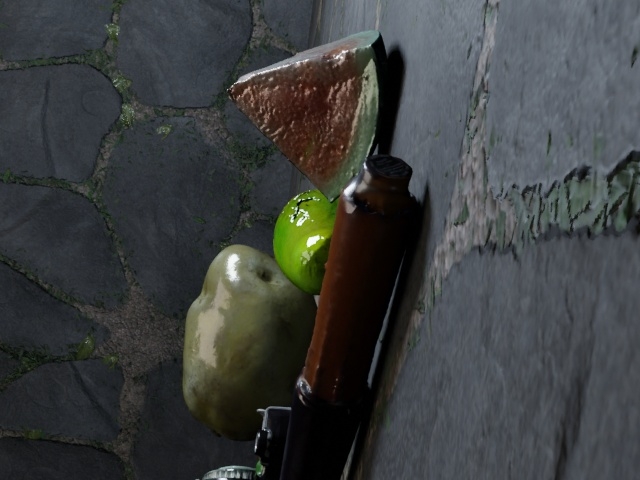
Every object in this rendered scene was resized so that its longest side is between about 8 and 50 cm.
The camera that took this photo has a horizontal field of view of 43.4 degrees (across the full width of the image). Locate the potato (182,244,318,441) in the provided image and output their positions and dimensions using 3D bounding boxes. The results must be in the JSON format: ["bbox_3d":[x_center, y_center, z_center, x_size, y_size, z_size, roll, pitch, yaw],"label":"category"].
[{"bbox_3d":[-0.117,0.175,1.368,0.243,0.221,0.326,-7,73,45],"label":"potato"}]

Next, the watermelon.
[{"bbox_3d":[0.006,-0.153,0.954,0.136,0.202,0.207,-2,-76,-56],"label":"watermelon"}]

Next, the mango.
[{"bbox_3d":[0.000,0.000,0.980,0.233,0.111,0.125,-140,53,-83],"label":"mango"}]

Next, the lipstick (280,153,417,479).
[{"bbox_3d":[0.021,0.106,0.784,0.077,0.077,0.418,-90,10,-54],"label":"lipstick"}]

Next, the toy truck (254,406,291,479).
[{"bbox_3d":[-0.053,0.360,1.135,0.125,0.101,0.243,120,158,-75],"label":"toy truck"}]

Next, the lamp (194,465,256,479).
[{"bbox_3d":[-0.157,0.553,1.441,0.272,0.205,0.374,-98,31,-53],"label":"lamp"}]
